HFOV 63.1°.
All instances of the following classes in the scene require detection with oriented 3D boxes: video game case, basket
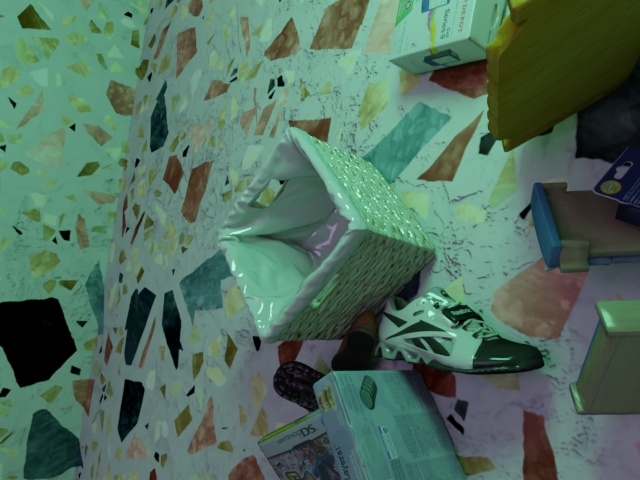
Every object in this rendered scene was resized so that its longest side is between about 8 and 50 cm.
[{"bbox_3d":[0.026,0.479,1.047,0.248,0.035,0.274,-38,83,34],"label":"video game case"},{"bbox_3d":[0.000,0.000,1.112,0.328,0.267,0.331,-52,49,25],"label":"basket"}]

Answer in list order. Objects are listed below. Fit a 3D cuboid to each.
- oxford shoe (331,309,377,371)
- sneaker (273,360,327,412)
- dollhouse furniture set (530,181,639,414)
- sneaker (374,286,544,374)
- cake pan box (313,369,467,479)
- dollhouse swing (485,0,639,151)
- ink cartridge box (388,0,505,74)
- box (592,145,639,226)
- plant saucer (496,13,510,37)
[{"bbox_3d":[0.079,0.222,1.098,0.212,0.076,0.076,111,-178,-47],"label":"oxford shoe"},{"bbox_3d":[0.040,0.351,1.119,0.283,0.124,0.107,25,72,25],"label":"sneaker"},{"bbox_3d":[0.464,0.060,0.744,0.287,0.198,0.303,-3,45,9],"label":"dollhouse furniture set"},{"bbox_3d":[0.231,0.157,0.932,0.331,0.123,0.146,-1,82,46],"label":"sneaker"},{"bbox_3d":[0.130,0.355,0.901,0.070,0.246,0.266,-46,52,35],"label":"cake pan box"},{"bbox_3d":[0.312,-0.385,0.754,0.315,0.347,0.304,-30,67,7],"label":"dollhouse swing"},{"bbox_3d":[0.256,-0.444,1.071,0.213,0.093,0.154,8,86,50],"label":"ink cartridge box"},{"bbox_3d":[0.492,-0.051,0.680,0.225,0.136,0.036,29,147,35],"label":"box"},{"bbox_3d":[0.370,-0.402,1.004,0.084,0.013,0.083,-14,70,45],"label":"plant saucer"}]
